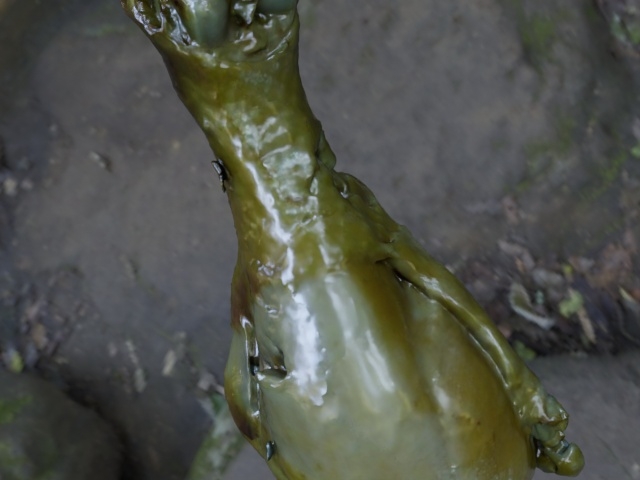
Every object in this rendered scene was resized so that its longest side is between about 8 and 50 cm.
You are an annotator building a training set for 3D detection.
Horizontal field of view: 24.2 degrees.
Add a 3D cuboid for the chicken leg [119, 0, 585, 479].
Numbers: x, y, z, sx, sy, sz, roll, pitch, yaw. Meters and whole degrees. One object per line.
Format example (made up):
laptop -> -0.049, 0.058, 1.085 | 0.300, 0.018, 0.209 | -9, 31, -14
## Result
chicken leg -> 0.000, 0.000, 0.882 | 0.201, 0.429, 0.152 | -9, 23, 39
